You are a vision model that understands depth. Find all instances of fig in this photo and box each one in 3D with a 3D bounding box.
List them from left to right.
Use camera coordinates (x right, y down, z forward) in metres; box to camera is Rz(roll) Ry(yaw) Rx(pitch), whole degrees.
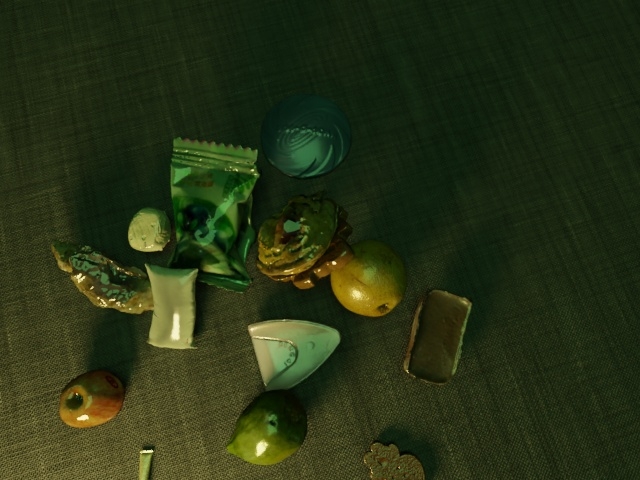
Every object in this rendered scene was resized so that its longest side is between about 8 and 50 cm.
[{"bbox_3d":[-0.141,0.492,1.099,0.233,0.167,0.167,-42,81,-7],"label":"fig"}]

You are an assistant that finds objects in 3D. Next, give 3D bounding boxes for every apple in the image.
[{"bbox_3d":[-0.597,0.413,1.124,0.147,0.131,0.146,-1,75,4],"label":"apple"}]

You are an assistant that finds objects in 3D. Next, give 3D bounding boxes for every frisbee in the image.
[{"bbox_3d":[-0.045,-0.334,1.344,0.290,0.049,0.289,0,77,-1],"label":"frisbee"}]

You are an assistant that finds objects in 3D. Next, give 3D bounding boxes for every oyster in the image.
[{"bbox_3d":[-0.605,0.100,1.203,0.341,0.110,0.166,43,86,-5],"label":"oyster"}]

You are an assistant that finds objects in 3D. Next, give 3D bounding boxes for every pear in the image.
[{"bbox_3d":[0.135,0.107,1.171,0.209,0.209,0.208,0,77,-1],"label":"pear"}]

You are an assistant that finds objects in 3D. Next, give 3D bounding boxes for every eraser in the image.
[{"bbox_3d":[-0.060,0.299,1.196,0.244,0.059,0.204,-17,78,-1],"label":"eraser"}]

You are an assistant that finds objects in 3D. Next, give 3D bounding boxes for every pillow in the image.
[{"bbox_3d":[-0.403,0.180,1.164,0.145,0.078,0.253,11,111,9],"label":"pillow"}]

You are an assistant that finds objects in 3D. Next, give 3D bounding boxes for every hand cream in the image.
[{"bbox_3d":[-0.463,0.610,1.140,0.035,0.022,0.102,-1,72,-1],"label":"hand cream"}]

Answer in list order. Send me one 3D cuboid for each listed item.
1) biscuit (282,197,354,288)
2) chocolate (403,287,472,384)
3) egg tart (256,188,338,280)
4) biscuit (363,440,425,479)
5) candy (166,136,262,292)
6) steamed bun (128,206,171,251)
[{"bbox_3d":[0.001,0.001,1.204,0.043,0.278,0.301,41,53,-32],"label":"biscuit"},{"bbox_3d":[0.313,0.263,1.201,0.161,0.083,0.261,23,78,-13],"label":"chocolate"},{"bbox_3d":[-0.080,-0.035,1.174,0.297,0.297,0.132,-49,122,-10],"label":"egg tart"},{"bbox_3d":[0.199,0.609,1.149,0.175,0.026,0.124,39,78,7],"label":"biscuit"},{"bbox_3d":[-0.302,-0.075,1.192,0.263,0.172,0.397,7,102,2],"label":"candy"},{"bbox_3d":[-0.490,-0.029,1.245,0.113,0.091,0.129,1,78,8],"label":"steamed bun"}]
